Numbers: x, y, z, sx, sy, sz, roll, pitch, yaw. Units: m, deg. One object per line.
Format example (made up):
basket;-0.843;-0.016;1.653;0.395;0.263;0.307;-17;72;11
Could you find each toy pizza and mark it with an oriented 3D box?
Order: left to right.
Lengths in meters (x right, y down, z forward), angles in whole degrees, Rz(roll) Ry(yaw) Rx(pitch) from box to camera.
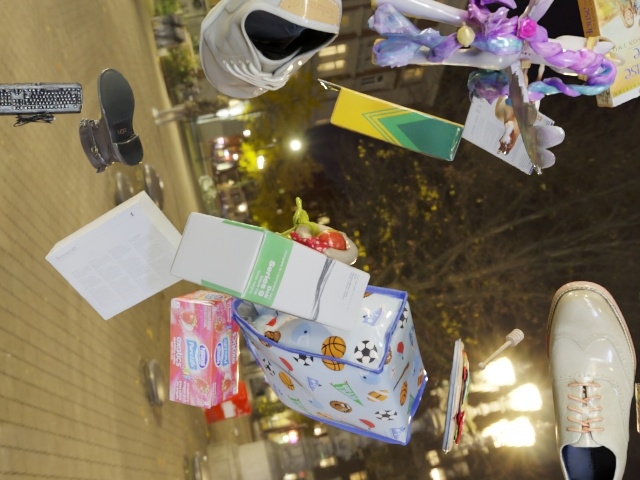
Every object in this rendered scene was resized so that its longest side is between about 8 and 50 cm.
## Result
toy pizza;0.244;0.276;1.180;0.201;0.032;0.201;7;90;-78

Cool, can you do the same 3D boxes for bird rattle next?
bird rattle;0.000;0.000;1.612;0.253;0.207;0.143;-133;-121;-64

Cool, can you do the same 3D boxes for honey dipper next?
honey dipper;0.418;0.256;1.551;0.030;0.160;0.030;32;-45;37

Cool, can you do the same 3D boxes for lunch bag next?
lunch bag;0.016;0.246;1.467;0.239;0.385;0.328;-63;147;-37

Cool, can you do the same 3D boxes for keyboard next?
keyboard;-0.649;-0.317;1.534;0.038;0.192;0.100;-163;-111;-76

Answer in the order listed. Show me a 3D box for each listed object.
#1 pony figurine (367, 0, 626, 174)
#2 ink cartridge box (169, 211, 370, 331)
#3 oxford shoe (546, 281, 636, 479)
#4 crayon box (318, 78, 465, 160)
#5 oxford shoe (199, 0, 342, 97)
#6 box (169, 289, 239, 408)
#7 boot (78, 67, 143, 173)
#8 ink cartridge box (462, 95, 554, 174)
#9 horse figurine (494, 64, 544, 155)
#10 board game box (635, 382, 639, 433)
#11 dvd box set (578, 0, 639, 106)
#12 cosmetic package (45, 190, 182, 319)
pony figurine;0.255;-0.281;0.935;0.351;0.363;0.303;-41;144;-66
ink cartridge box;-0.083;0.061;1.193;0.211;0.289;0.122;12;-99;44
oxford shoe;0.453;0.266;1.102;0.146;0.140;0.397;-39;120;-61
crayon box;0.144;-0.263;1.483;0.203;0.323;0.083;-52;161;-80
oxford shoe;-0.089;-0.295;1.014;0.449;0.169;0.130;161;-65;-65
box;-0.281;0.261;1.617;0.128;0.122;0.257;-13;107;-65
boot;-0.559;-0.297;1.695;0.229;0.091;0.263;8;-68;45
ink cartridge box;0.498;-0.306;1.761;0.224;0.045;0.223;35;-27;18
horse figurine;0.364;-0.271;1.239;0.263;0.066;0.174;-75;174;-66
board game box;0.893;0.472;1.778;0.170;0.048;0.141;-22;109;-80
dvd box set;0.754;-0.567;1.565;0.420;0.307;0.062;71;-12;-20
cosmetic package;-0.617;0.054;2.083;0.284;0.377;0.097;54;20;-27
